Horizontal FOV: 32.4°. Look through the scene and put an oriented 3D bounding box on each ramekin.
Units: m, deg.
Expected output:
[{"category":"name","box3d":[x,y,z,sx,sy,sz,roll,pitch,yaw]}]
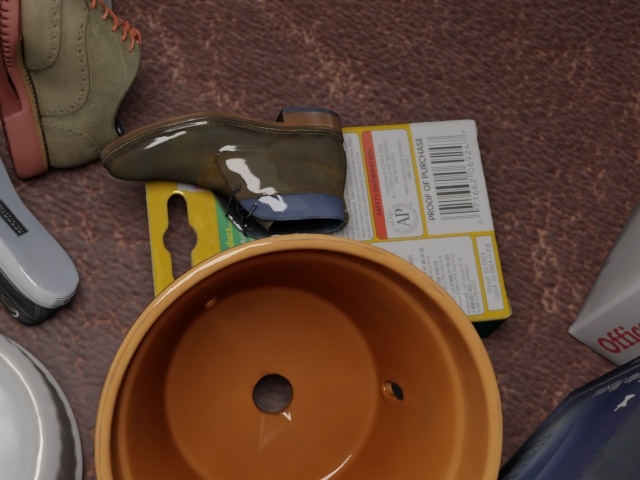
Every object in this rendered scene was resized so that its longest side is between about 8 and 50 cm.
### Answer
[{"category":"ramekin","box3d":[-0.330,0.182,0.900,0.272,0.127,0.273,4,69,-11]}]

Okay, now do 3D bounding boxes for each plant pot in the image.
[{"category":"plant pot","box3d":[-0.028,0.137,0.866,0.290,0.203,0.291,0,92,-10]}]

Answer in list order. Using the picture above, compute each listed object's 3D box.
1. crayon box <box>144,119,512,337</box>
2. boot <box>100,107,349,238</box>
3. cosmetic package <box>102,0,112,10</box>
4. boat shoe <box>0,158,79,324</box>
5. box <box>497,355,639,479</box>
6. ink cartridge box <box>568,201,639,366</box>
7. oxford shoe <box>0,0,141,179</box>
[{"category":"crayon box","box3d":[0.000,0.000,1.043,0.322,0.083,0.203,-4,72,-10]},{"category":"boot","box3d":[-0.077,-0.052,0.963,0.219,0.082,0.106,-8,69,-12]},{"category":"cosmetic package","box3d":[-0.418,-0.380,0.988,0.393,0.327,0.329,-15,73,-14]},{"category":"boat shoe","box3d":[-0.313,-0.019,1.013,0.228,0.076,0.080,49,34,3]},{"category":"box","box3d":[0.223,0.249,0.873,0.183,0.296,0.294,44,71,7]},{"category":"ink cartridge box","box3d":[0.457,0.095,0.966,0.395,0.285,0.166,34,71,4]},{"category":"oxford shoe","box3d":[-0.222,-0.193,0.949,0.130,0.348,0.123,-10,60,-17]}]
